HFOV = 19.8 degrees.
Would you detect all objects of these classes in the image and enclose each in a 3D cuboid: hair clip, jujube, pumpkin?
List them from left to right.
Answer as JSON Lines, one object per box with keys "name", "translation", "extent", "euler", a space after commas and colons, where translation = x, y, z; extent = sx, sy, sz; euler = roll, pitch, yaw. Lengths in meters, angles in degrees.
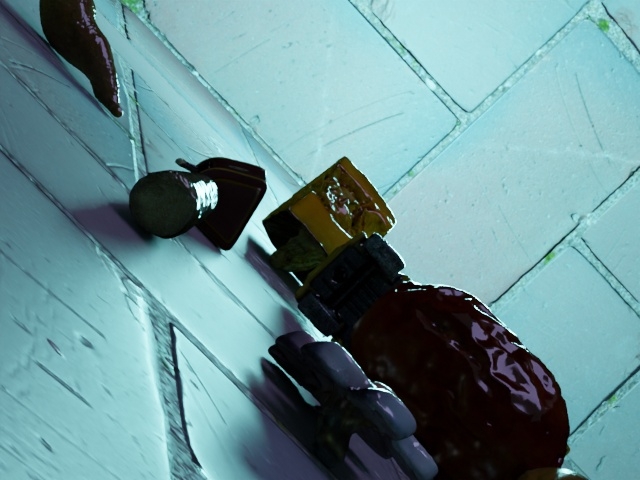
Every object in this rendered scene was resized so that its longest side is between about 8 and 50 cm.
{"name": "pumpkin", "translation": [-0.004, 0.003, 2.219], "extent": [0.131, 0.126, 0.248], "euler": [54, 22, -3]}
{"name": "hair clip", "translation": [0.020, 0.133, 1.472], "extent": [0.146, 0.075, 0.257], "euler": [42, 0, -8]}
{"name": "jujube", "translation": [0.140, 0.154, 1.849], "extent": [0.250, 0.174, 0.174], "euler": [42, 3, 16]}

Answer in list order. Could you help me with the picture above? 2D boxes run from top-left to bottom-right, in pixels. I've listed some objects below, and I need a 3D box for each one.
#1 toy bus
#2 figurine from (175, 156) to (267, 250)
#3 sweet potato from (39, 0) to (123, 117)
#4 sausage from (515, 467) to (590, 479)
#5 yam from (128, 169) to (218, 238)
{"name": "toy bus", "translation": [0.117, 0.143, 2.010], "extent": [0.335, 0.121, 0.123], "euler": [47, -5, -5]}
{"name": "figurine", "translation": [-0.114, -0.052, 1.915], "extent": [0.098, 0.082, 0.154], "euler": [27, 7, -8]}
{"name": "sweet potato", "translation": [-0.268, -0.223, 2.006], "extent": [0.068, 0.068, 0.226], "euler": [41, 21, -57]}
{"name": "sausage", "translation": [0.237, 0.282, 1.762], "extent": [0.112, 0.112, 0.328], "euler": [49, -4, 29]}
{"name": "yam", "translation": [-0.126, -0.036, 1.630], "extent": [0.061, 0.061, 0.274], "euler": [47, 3, -1]}
